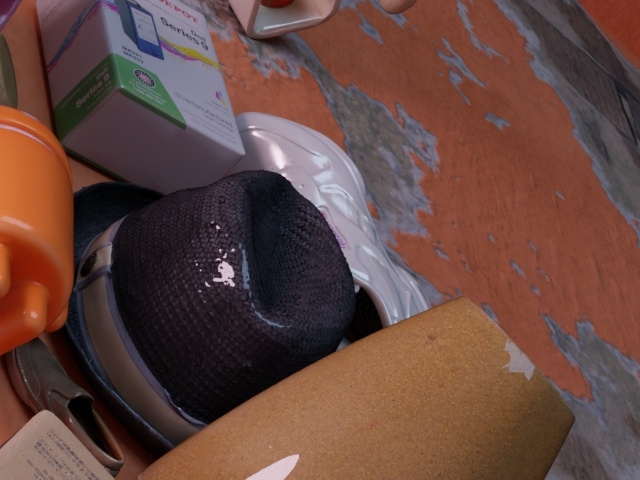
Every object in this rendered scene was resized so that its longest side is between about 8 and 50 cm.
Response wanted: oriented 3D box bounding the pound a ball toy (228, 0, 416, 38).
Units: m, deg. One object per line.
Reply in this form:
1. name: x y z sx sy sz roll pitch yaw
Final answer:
1. pound a ball toy: -0.041 -0.367 2.028 0.208 0.136 0.319 -16 62 -25

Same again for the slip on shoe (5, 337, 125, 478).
1. slip on shoe: -0.182 0.118 1.212 0.051 0.041 0.135 14 41 -52

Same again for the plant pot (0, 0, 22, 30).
1. plant pot: -0.326 -0.267 1.380 0.180 0.201 0.201 32 25 -1

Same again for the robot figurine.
1. robot figurine: -0.239 -0.013 1.202 0.158 0.128 0.219 14 36 -19

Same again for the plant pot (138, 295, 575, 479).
1. plant pot: 0.047 0.168 1.177 0.237 0.254 0.237 49 -2 2

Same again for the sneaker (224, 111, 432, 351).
1. sneaker: 0.000 0.000 1.602 0.305 0.114 0.152 53 18 10

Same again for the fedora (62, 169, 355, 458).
1. fedora: -0.067 0.044 1.386 0.334 0.152 0.334 39 26 -23

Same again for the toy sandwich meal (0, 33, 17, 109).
1. toy sandwich meal: -0.277 -0.137 1.421 0.085 0.029 0.085 171 -90 -90

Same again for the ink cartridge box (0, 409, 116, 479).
1. ink cartridge box: -0.151 0.244 1.021 0.234 0.088 0.193 49 25 -3

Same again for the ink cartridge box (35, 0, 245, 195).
1. ink cartridge box: -0.171 -0.151 1.575 0.154 0.093 0.212 29 29 -37
